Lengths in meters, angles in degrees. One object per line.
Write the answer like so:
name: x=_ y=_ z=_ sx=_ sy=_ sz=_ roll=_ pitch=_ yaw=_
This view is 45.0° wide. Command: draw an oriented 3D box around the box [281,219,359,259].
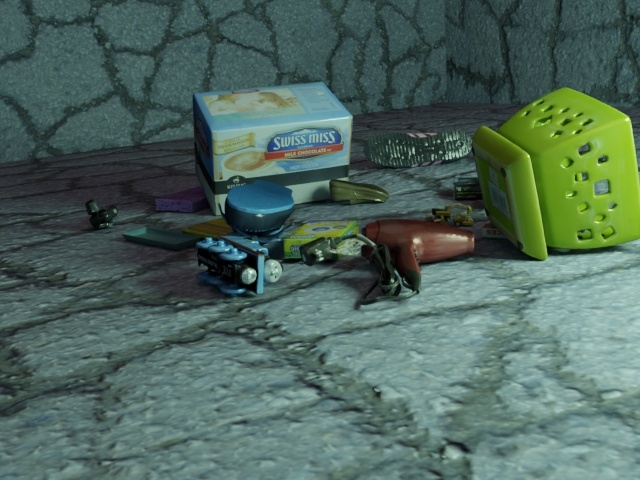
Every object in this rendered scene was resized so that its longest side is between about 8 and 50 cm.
box: x=0.000 y=0.000 z=1.436 sx=0.105 sy=0.043 sz=0.179 roll=0 pitch=16 yaw=17

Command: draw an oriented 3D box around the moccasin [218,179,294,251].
moccasin: x=-0.108 y=-0.039 z=1.483 sx=0.137 sy=0.117 sz=0.342 roll=18 pitch=10 yaw=7

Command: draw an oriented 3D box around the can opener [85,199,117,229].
can opener: x=-0.504 y=-0.065 z=1.817 sx=0.059 sy=0.073 sz=0.186 roll=-13 pitch=5 yaw=-2

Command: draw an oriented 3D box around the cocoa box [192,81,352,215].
cocoa box: x=-0.122 y=-0.234 z=1.893 sx=0.347 sy=0.228 sz=0.231 roll=-9 pitch=35 yaw=-17

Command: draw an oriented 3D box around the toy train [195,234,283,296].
toy train: x=-0.135 y=0.037 z=1.263 sx=0.105 sy=0.080 sz=0.184 roll=-6 pitch=13 yaw=-31

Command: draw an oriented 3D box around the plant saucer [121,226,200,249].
plant saucer: x=-0.332 y=-0.004 z=1.601 sx=0.192 sy=0.018 sz=0.067 roll=10 pitch=20 yaw=42

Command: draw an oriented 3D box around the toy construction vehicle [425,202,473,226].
toy construction vehicle: x=0.260 y=-0.051 z=1.570 sx=0.098 sy=0.035 sz=0.086 roll=-2 pitch=14 yaw=9

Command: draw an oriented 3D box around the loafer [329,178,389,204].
loafer: x=0.090 y=-0.110 z=1.832 sx=0.148 sy=0.050 sz=0.056 roll=12 pitch=19 yaw=1

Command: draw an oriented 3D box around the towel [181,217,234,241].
towel: x=-0.181 y=-0.032 z=1.669 sx=0.102 sy=0.021 sz=0.237 roll=13 pitch=20 yaw=34

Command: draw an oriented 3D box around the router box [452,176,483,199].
router box: x=0.373 y=-0.124 z=1.815 sx=0.122 sy=0.038 sz=0.092 roll=-2 pitch=15 yaw=10

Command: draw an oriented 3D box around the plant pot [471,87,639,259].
plant pot: x=0.394 y=-0.107 z=1.324 sx=0.207 sy=0.227 sz=0.228 roll=-19 pitch=25 yaw=-4

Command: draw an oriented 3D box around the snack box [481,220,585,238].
snack box: x=0.393 y=-0.019 z=1.428 sx=0.178 sy=0.022 sz=0.064 roll=3 pitch=18 yaw=27

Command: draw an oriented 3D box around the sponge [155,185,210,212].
sponge: x=-0.315 y=-0.111 z=1.988 sx=0.117 sy=0.031 sz=0.210 roll=3 pitch=15 yaw=27

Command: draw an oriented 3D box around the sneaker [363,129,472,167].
sneaker: x=0.292 y=-0.268 z=2.324 sx=0.319 sy=0.112 sz=0.131 roll=0 pitch=-2 yaw=7

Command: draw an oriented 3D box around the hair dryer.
hair dryer: x=0.134 y=0.036 z=1.247 sx=0.293 sy=0.080 sz=0.223 roll=-21 pitch=36 yaw=-33
